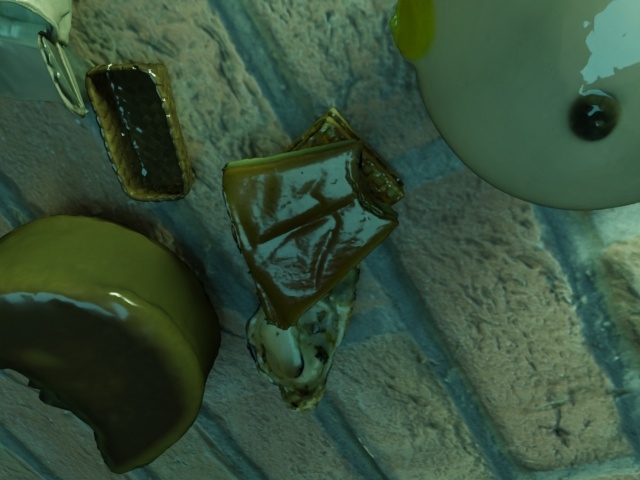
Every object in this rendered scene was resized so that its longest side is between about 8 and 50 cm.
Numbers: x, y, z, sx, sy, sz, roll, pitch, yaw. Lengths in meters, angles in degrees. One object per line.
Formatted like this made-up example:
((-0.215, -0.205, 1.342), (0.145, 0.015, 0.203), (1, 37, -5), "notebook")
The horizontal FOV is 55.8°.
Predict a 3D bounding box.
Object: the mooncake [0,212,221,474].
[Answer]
((-0.357, 0.161, 0.924), (0.393, 0.246, 0.394), (5, 125, -1), "mooncake")

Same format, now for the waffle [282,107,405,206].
((0.030, -0.090, 0.801), (0.148, 0.042, 0.102), (43, 120, -17), "waffle")

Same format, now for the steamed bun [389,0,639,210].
((0.258, -0.202, 0.520), (0.334, 0.334, 0.374), (36, 118, -13), "steamed bun")

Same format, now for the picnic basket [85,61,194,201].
((-0.235, -0.146, 0.811), (0.110, 0.055, 0.193), (0, 124, 13), "picnic basket")

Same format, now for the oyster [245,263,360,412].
((-0.016, 0.120, 0.933), (0.166, 0.094, 0.294), (29, 107, -4), "oyster")

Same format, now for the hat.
((-0.366, -0.255, 0.716), (0.232, 0.161, 0.275), (17, 150, 17), "hat")

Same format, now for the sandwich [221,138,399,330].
((0.000, 0.000, 0.786), (0.212, 0.063, 0.245), (-9, 115, 16), "sandwich")
